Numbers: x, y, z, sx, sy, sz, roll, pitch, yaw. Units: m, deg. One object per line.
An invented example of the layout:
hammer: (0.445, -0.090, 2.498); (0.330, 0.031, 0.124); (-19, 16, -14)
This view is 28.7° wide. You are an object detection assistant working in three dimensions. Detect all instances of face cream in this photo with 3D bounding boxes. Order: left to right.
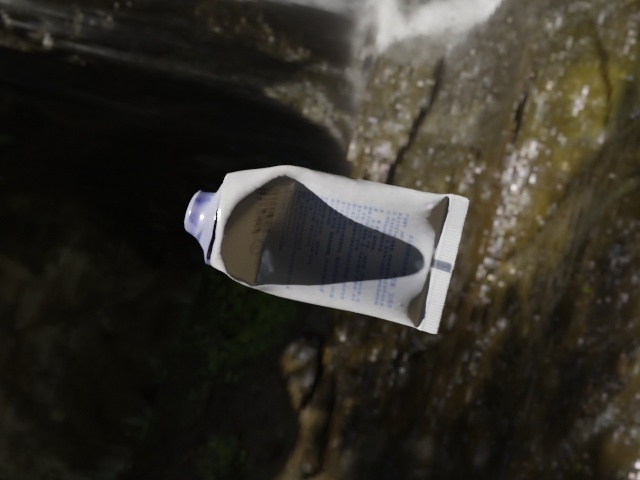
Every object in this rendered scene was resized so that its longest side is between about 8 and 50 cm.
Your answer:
face cream: (0.000, 0.000, 1.929); (0.137, 0.420, 0.234); (-72, -7, -68)
